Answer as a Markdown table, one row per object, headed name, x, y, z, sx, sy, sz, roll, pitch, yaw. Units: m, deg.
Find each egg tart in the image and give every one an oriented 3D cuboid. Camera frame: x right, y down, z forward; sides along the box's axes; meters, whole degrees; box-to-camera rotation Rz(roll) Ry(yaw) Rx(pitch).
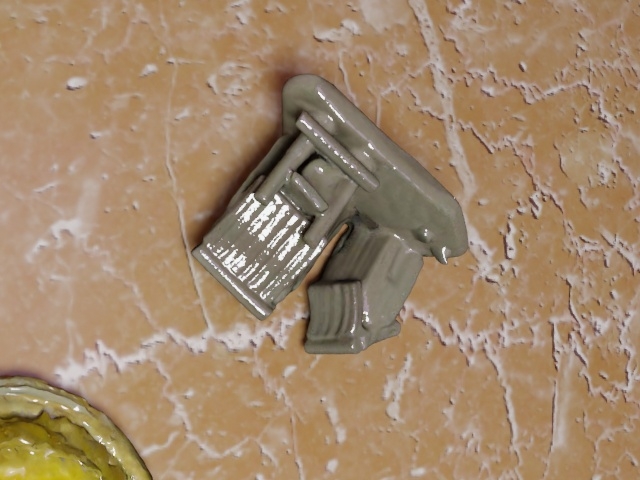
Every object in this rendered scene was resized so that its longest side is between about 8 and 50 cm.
| name | x | y | z | sx | sy | sz | roll | pitch | yaw |
| --- | --- | --- | --- | --- | --- | --- | --- | --- | --- |
| egg tart | -0.238 | 0.248 | 0.865 | 0.291 | 0.107 | 0.290 | 3 | 82 | -25 |

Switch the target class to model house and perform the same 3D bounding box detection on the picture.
| name | x | y | z | sx | sy | sz | roll | pitch | yaw |
| --- | --- | --- | --- | --- | --- | --- | --- | --- | --- |
| model house | 0.000 | -0.004 | 1.001 | 0.229 | 0.122 | 0.188 | 43 | 70 | -19 |
